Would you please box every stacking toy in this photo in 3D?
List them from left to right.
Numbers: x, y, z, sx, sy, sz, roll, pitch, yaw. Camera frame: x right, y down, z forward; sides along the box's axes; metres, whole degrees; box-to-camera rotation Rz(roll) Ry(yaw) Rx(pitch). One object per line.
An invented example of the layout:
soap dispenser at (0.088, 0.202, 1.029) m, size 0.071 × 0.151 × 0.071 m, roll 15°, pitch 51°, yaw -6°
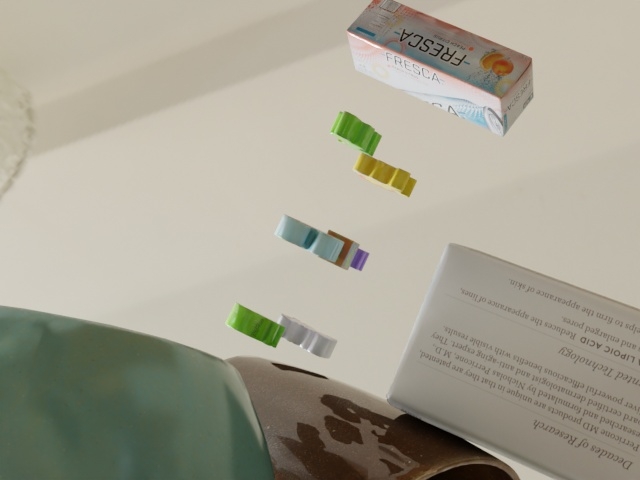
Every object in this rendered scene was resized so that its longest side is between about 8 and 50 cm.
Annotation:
stacking toy at (0.000, 0.000, 0.841) m, size 0.052 × 0.221 × 0.167 m, roll 26°, pitch -91°, yaw 16°

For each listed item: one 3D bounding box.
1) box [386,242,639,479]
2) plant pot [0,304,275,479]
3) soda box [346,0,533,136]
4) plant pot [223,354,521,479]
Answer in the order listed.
box at (0.170, 0.099, 0.782) m, size 0.182 × 0.181 × 0.119 m, roll 21°, pitch -92°, yaw 27°
plant pot at (-0.152, 0.164, 0.578) m, size 0.293 × 0.293 × 0.235 m, roll 2°, pitch -106°, yaw 25°
soda box at (0.116, -0.173, 1.095) m, size 0.183 × 0.063 × 0.058 m, roll 29°, pitch -112°, yaw 27°
plant pot at (-0.007, 0.185, 0.820) m, size 0.215 × 0.215 × 0.230 m, roll -48°, pitch -133°, yaw -6°
